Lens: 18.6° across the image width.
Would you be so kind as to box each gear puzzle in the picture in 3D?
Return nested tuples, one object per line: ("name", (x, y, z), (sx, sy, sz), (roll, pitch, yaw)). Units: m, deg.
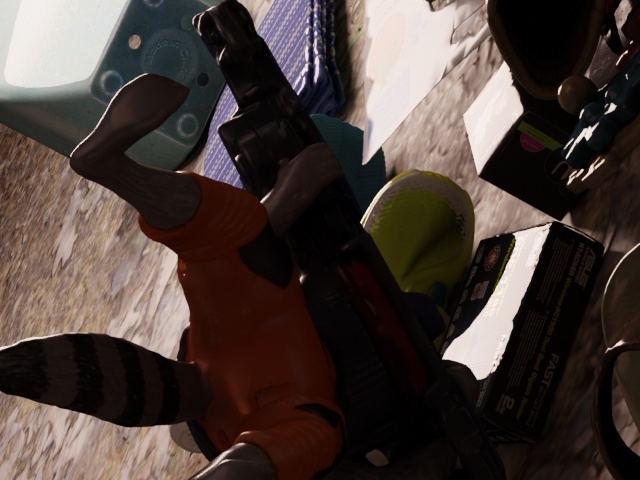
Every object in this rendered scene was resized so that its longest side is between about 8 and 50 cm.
("gear puzzle", (0.222, -0.153, 0.950), (0.175, 0.044, 0.339), (-55, 6, -37))

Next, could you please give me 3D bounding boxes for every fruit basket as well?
("fruit basket", (0.102, -0.278, 1.391), (0.327, 0.165, 0.353), (-45, 28, 47))

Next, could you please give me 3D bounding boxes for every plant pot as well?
("plant pot", (-0.222, -0.210, 2.134), (0.252, 0.247, 0.248), (18, 82, 56))

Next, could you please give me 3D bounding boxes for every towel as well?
("towel", (-0.047, -0.126, 1.842), (0.243, 0.040, 0.336), (-57, 16, 27))

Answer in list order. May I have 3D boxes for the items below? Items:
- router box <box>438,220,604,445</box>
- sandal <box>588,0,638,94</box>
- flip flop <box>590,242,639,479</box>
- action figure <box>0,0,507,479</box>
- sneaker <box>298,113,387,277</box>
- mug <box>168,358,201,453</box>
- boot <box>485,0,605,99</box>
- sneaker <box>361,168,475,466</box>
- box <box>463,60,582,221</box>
("router box", (0.105, 0.054, 1.104), (0.092, 0.038, 0.122), (-17, 49, 66))
("sandal", (0.186, -0.164, 1.175), (0.067, 0.040, 0.179), (-25, 42, 64))
("flip flop", (0.159, 0.079, 0.836), (0.112, 0.080, 0.277), (-53, 20, 31))
("action figure", (-0.049, 0.029, 1.011), (0.178, 0.341, 0.330), (-30, -21, 6))
("sneaker", (0.000, 0.000, 1.438), (0.229, 0.087, 0.092), (-79, 14, -59))
("mug", (-0.093, 0.129, 1.555), (0.064, 0.062, 0.078), (-94, 27, -45))
("boot", (0.122, -0.204, 1.089), (0.165, 0.077, 0.213), (-82, -14, -46))
("sneaker", (0.034, 0.067, 1.259), (0.240, 0.091, 0.126), (-62, -1, 8))
("box", (0.127, -0.062, 1.165), (0.052, 0.062, 0.083), (-54, 19, 24))
